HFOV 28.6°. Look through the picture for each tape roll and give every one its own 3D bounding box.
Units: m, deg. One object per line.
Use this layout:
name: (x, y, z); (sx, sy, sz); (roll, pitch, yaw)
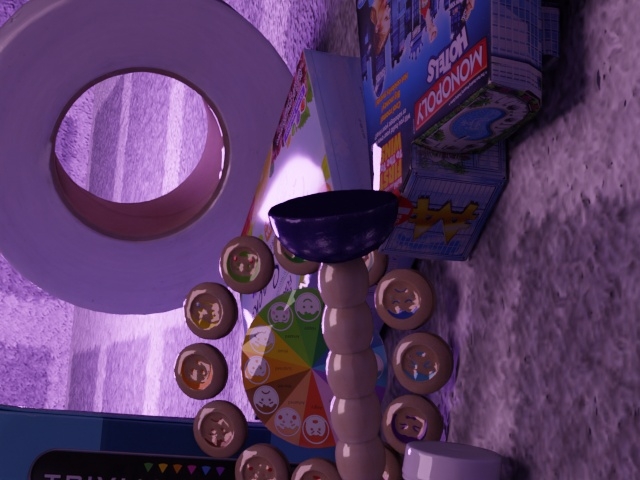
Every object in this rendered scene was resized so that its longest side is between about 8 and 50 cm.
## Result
tape roll: (-0.158, -0.084, 1.066); (0.100, 0.286, 0.286); (-125, 45, -66)

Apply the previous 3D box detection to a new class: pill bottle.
pill bottle: (0.061, 0.165, 0.636); (0.067, 0.067, 0.120); (-170, 87, -73)

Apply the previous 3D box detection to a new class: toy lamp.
toy lamp: (0.022, 0.113, 0.690); (0.080, 0.080, 0.274); (-146, 46, -71)

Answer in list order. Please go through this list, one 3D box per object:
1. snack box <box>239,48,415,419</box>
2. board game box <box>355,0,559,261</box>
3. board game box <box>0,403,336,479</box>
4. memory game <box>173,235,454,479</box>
snack box: (0.000, 0.000, 0.888); (0.174, 0.070, 0.207); (-100, 23, -44)
board game box: (0.076, -0.094, 0.695); (0.194, 0.060, 0.194); (145, 128, -67)
board game box: (-0.105, 0.282, 0.811); (0.079, 0.254, 0.336); (153, 122, -73)
memory game: (-0.008, 0.077, 0.761); (0.012, 0.186, 0.186); (-4, -77, -67)
